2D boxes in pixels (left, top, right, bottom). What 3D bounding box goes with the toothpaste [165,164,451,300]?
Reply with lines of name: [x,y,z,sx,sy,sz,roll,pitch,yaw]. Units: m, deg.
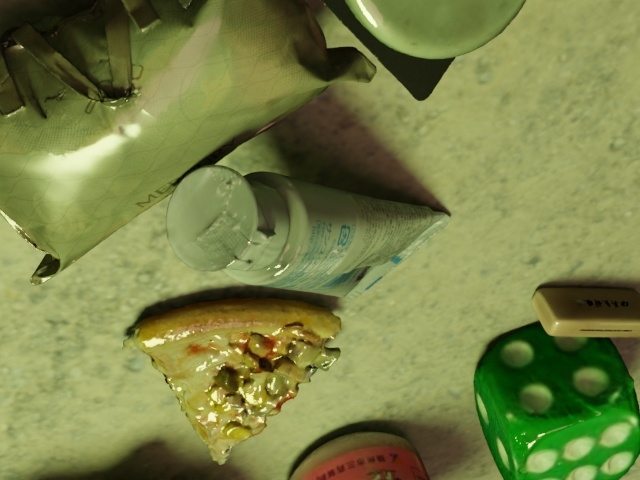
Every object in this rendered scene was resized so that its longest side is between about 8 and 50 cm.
toothpaste: [0.000,0.000,0.800,0.114,0.073,0.299,-42,159,17]

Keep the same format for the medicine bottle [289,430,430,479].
medicine bottle: [0.061,0.304,1.022,0.147,0.247,0.147,-10,133,-11]

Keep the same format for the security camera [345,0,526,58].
security camera: [0.027,-0.207,0.623,0.301,0.080,0.157,20,90,-33]

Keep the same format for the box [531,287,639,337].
box: [0.249,0.064,1.011,0.115,0.048,0.025,3,134,-22]

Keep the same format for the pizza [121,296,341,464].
pizza: [-0.077,0.127,0.948,0.185,0.052,0.195,-1,132,-15]

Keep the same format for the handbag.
handbag: [-0.118,-0.094,0.686,0.270,0.117,0.182,-32,126,6]

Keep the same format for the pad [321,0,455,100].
pad: [0.054,-0.173,0.714,0.157,0.003,0.112,39,82,-42]

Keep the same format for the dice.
dice: [0.220,0.160,1.038,0.128,0.120,0.131,-16,133,-5]
